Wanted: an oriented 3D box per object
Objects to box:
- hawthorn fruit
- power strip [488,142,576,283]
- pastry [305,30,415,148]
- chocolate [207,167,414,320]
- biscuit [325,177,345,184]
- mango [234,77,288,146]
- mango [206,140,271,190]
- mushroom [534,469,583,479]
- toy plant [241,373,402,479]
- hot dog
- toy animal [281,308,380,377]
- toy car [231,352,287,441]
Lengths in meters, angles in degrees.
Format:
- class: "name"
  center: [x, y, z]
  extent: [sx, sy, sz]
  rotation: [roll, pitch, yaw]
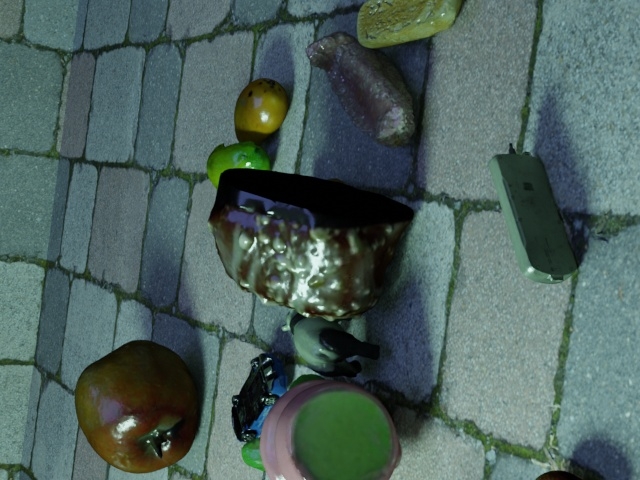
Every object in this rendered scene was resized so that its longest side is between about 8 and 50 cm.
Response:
- class: "hawthorn fruit"
  center: [-0.390, 0.380, 2.454]
  extent: [0.301, 0.268, 0.267]
  rotation: [57, 132, 43]
- class: "power strip"
  center: [0.286, -0.038, 1.536]
  extent: [0.029, 0.080, 0.227]
  rotation: [128, 139, -49]
- class: "pastry"
  center: [0.085, -0.255, 1.903]
  extent: [0.103, 0.112, 0.265]
  rotation: [-52, 53, 26]
- class: "chocolate"
  center: [-0.028, 0.016, 1.880]
  extent: [0.340, 0.225, 0.210]
  rotation: [14, 109, 19]
- class: "biscuit"
  center: [0.000, 0.000, 2.061]
  extent: [0.212, 0.041, 0.238]
  rotation: [41, 120, 48]
- class: "mango"
  center: [-0.125, -0.261, 2.284]
  extent: [0.178, 0.090, 0.115]
  rotation: [140, 122, -60]
- class: "mango"
  center: [-0.165, -0.144, 2.291]
  extent: [0.178, 0.119, 0.100]
  rotation: [-26, 44, 57]
- class: "mushroom"
  center: [0.305, 0.350, 1.419]
  extent: [0.127, 0.087, 0.127]
  rotation: [-5, 85, 60]
- class: "toy plant"
  center: [-0.001, 0.361, 1.836]
  extent: [0.356, 0.211, 0.317]
  rotation: [145, 124, -68]
- class: "hot dog"
  center: [0.154, -0.368, 1.829]
  extent: [0.242, 0.073, 0.084]
  rotation: [-9, 77, 52]
- class: "toy animal"
  center: [0.006, 0.166, 1.925]
  extent: [0.225, 0.121, 0.094]
  rotation: [-127, 52, -61]
- class: "toy car"
  center: [-0.118, 0.309, 2.179]
  extent: [0.216, 0.063, 0.103]
  rotation: [117, 145, -41]
